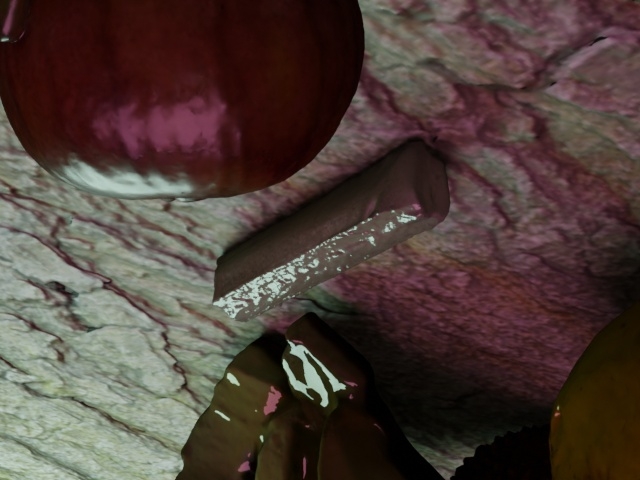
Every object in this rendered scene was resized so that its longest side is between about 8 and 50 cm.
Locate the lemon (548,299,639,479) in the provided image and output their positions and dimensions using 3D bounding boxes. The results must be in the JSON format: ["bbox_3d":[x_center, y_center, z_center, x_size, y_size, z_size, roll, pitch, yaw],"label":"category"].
[{"bbox_3d":[0.286,0.146,0.923,0.258,0.258,0.310,28,141,-25],"label":"lemon"}]

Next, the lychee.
[{"bbox_3d":[0.200,0.249,1.221,0.188,0.188,0.188,9,150,5],"label":"lychee"}]

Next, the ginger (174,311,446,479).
[{"bbox_3d":[-0.021,0.265,1.166,0.358,0.211,0.413,58,151,-11],"label":"ginger"}]

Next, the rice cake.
[{"bbox_3d":[0.000,0.000,0.989,0.052,0.057,0.256,11,155,-34],"label":"rice cake"}]

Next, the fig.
[{"bbox_3d":[-0.076,-0.113,0.706,0.205,0.205,0.205,9,150,5],"label":"fig"}]
